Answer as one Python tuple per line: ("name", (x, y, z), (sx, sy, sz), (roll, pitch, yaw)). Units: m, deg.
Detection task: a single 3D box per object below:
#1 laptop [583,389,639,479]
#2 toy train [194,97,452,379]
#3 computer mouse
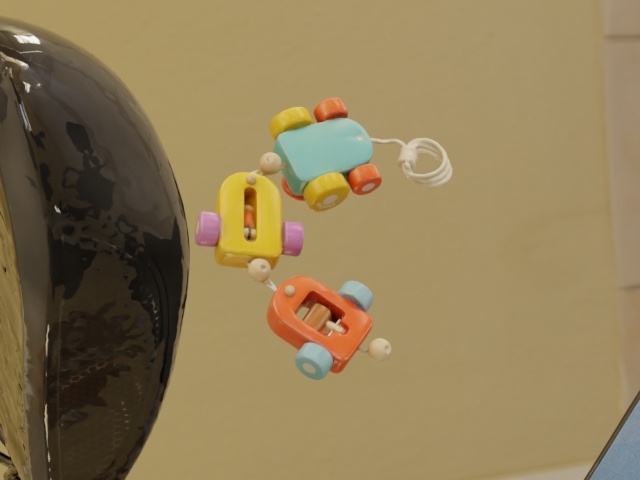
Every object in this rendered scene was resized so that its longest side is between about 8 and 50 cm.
("laptop", (0.319, 0.188, 0.928), (0.382, 0.236, 0.408), (-59, 6, 5))
("toy train", (0.000, 0.000, 0.921), (0.166, 0.125, 0.046), (-60, -3, -35))
("computer mouse", (-0.096, 0.019, 0.645), (0.272, 0.072, 0.188), (101, 149, -51))
